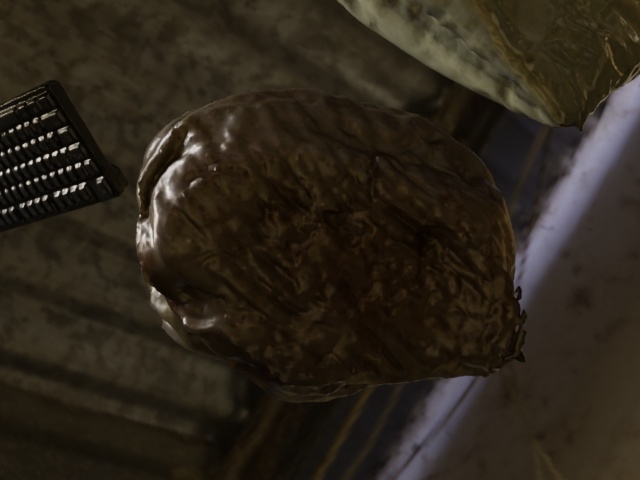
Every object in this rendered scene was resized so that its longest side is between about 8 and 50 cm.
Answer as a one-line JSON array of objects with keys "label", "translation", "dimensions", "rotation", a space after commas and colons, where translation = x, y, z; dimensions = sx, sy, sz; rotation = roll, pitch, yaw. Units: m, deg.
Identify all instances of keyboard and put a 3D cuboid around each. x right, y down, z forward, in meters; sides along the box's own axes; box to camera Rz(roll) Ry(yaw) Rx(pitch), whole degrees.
[{"label": "keyboard", "translation": [-0.247, -0.051, 1.072], "dimensions": [0.018, 0.310, 0.101], "rotation": [-42, -71, -32]}]

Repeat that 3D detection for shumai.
[{"label": "shumai", "translation": [-0.002, -0.004, 0.849], "dimensions": [0.218, 0.185, 0.184], "rotation": [-3, -80, -6]}]

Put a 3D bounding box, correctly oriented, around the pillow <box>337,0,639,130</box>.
[{"label": "pillow", "translation": [0.066, -0.112, 0.399], "dimensions": [0.229, 0.148, 0.050], "rotation": [-33, -14, -44]}]
